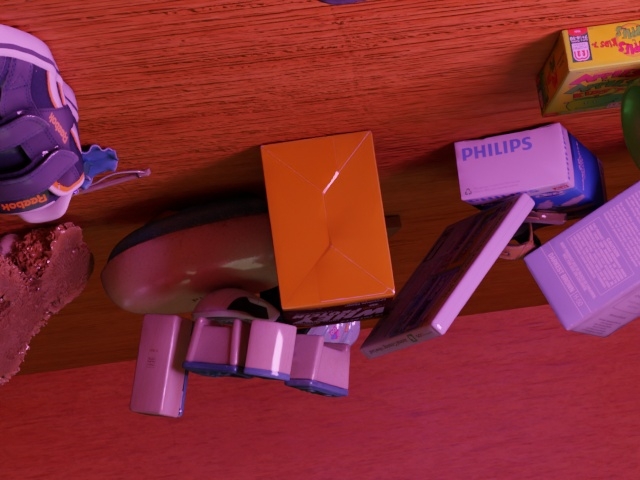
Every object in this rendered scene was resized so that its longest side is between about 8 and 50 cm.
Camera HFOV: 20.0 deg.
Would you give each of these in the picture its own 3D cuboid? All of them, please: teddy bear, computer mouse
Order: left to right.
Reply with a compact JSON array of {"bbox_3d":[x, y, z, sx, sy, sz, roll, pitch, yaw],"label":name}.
[{"bbox_3d":[-0.428,0.103,2.259,0.113,0.338,0.245,24,165,30],"label":"teddy bear"},{"bbox_3d":[-0.088,0.084,2.282,0.106,0.042,0.193,-7,169,32],"label":"computer mouse"}]

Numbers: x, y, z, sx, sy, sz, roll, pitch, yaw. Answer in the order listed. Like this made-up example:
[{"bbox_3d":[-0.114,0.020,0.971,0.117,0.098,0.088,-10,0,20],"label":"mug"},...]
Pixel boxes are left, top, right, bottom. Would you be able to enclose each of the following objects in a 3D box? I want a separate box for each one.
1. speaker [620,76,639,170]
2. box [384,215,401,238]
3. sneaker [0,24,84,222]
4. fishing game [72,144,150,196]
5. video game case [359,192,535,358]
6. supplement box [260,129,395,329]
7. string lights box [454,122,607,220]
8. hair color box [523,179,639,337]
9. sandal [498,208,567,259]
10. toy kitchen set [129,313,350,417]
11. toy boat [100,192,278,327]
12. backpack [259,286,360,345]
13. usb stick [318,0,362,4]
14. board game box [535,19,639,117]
[{"bbox_3d":[0.451,-0.144,1.795,0.296,0.131,0.131,-17,172,-16],"label":"speaker"},{"bbox_3d":[0.000,0.000,2.627,0.201,0.021,0.164,-4,167,-16],"label":"box"},{"bbox_3d":[-0.277,-0.096,1.590,0.126,0.128,0.321,-9,169,9],"label":"sneaker"},{"bbox_3d":[-0.312,-0.065,1.974,0.189,0.041,0.264,-14,168,18],"label":"fishing game"},{"bbox_3d":[0.150,0.045,2.171,0.212,0.023,0.193,-52,-168,-25],"label":"video game case"},{"bbox_3d":[0.007,-0.007,2.117,0.129,0.191,0.194,-8,171,-1],"label":"supplement box"},{"bbox_3d":[0.266,-0.077,2.260,0.133,0.077,0.259,-10,170,19],"label":"string lights box"},{"bbox_3d":[0.454,-0.027,2.243,0.374,0.114,0.185,-34,163,17],"label":"hair color box"},{"bbox_3d":[0.232,-0.001,2.270,0.090,0.060,0.219,0,168,-33],"label":"sandal"},{"bbox_3d":[-0.095,0.167,2.207,0.207,0.122,0.166,2,168,36],"label":"toy kitchen set"},{"bbox_3d":[-0.145,0.022,2.368,0.267,0.148,0.318,-14,162,5],"label":"toy boat"},{"bbox_3d":[-0.016,0.072,2.479,0.115,0.182,0.152,17,142,-34],"label":"backpack"},{"bbox_3d":[0.068,-0.235,1.318,0.077,0.045,0.278,-3,168,-25],"label":"usb stick"},{"bbox_3d":[0.278,-0.172,1.838,0.092,0.043,0.181,-8,170,-3],"label":"board game box"}]
